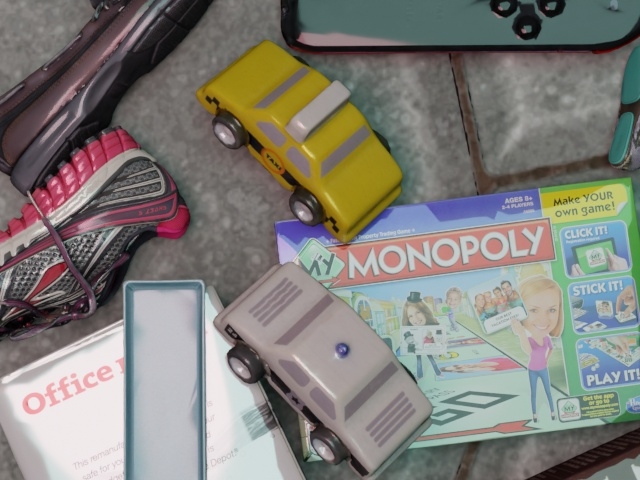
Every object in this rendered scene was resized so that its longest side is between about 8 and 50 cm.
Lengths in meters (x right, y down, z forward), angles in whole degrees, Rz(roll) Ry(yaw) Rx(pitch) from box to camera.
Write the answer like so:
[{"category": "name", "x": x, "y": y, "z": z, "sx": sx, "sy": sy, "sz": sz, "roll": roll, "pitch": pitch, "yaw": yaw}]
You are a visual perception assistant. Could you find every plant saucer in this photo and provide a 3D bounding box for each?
[{"category": "plant saucer", "x": -0.125, "y": 0.128, "z": 1.305, "sx": 0.067, "sy": 0.018, "sz": 0.192, "roll": -1, "pitch": 84, "yaw": -1}]

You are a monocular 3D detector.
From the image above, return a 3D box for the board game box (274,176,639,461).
[{"category": "board game box", "x": 0.128, "y": 0.069, "z": 1.420, "sx": 0.317, "sy": 0.046, "sz": 0.213, "roll": -8, "pitch": 86, "yaw": -1}]

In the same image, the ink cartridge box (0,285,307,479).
[{"category": "ink cartridge box", "x": -0.123, "y": 0.208, "z": 1.368, "sx": 0.211, "sy": 0.121, "sz": 0.289, "roll": -24, "pitch": 86, "yaw": -3}]

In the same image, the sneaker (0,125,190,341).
[{"category": "sneaker", "x": -0.243, "y": 0.038, "z": 1.383, "sx": 0.112, "sy": 0.121, "sz": 0.299, "roll": 45, "pitch": 86, "yaw": 1}]

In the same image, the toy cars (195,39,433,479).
[{"category": "toy cars", "x": 0.000, "y": 0.000, "z": 1.329, "sx": 0.176, "sy": 0.087, "sz": 0.394, "roll": 0, "pitch": 67, "yaw": -16}]

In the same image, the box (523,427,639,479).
[{"category": "box", "x": 0.318, "y": 0.246, "z": 1.362, "sx": 0.381, "sy": 0.143, "sz": 0.191, "roll": -24, "pitch": 86, "yaw": -4}]

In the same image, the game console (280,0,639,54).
[{"category": "game console", "x": 0.136, "y": -0.357, "z": 1.448, "sx": 0.342, "sy": 0.060, "sz": 0.387, "roll": 1, "pitch": 85, "yaw": -1}]

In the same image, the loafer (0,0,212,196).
[{"category": "loafer", "x": -0.190, "y": -0.179, "z": 1.411, "sx": 0.095, "sy": 0.109, "sz": 0.302, "roll": 40, "pitch": 89, "yaw": 7}]

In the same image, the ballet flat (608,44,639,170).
[{"category": "ballet flat", "x": 0.286, "y": -0.116, "z": 1.444, "sx": 0.041, "sy": 0.041, "sz": 0.114, "roll": 13, "pitch": 86, "yaw": 1}]
